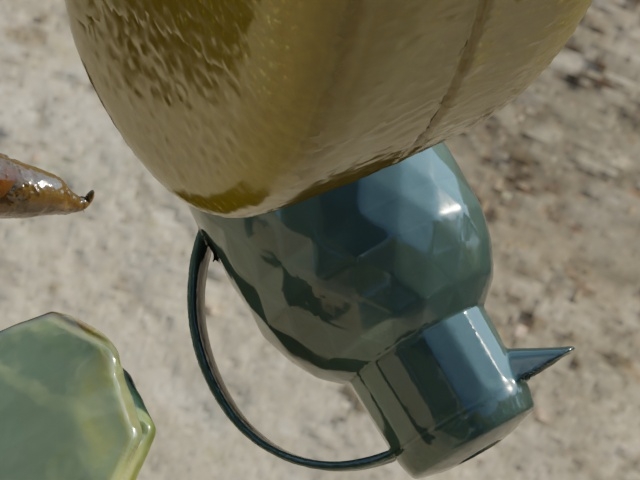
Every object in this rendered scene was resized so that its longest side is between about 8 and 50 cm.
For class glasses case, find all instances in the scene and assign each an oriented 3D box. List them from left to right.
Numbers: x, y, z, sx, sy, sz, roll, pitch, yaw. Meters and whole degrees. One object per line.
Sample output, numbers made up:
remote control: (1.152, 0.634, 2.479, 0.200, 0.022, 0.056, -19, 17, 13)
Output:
glasses case: (0.014, -0.157, 0.479, 0.141, 0.371, 0.173, -23, 56, -24)

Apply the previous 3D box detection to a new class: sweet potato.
sweet potato: (-0.240, -0.040, 1.059, 0.206, 0.060, 0.068, 9, 39, -27)

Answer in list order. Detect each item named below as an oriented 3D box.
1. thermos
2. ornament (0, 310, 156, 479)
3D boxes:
thermos: (0.000, 0.000, 0.907, 0.286, 0.182, 0.145, 61, 4, 13)
ornament: (-0.153, 0.142, 0.775, 0.180, 0.059, 0.201, -21, 56, -8)
